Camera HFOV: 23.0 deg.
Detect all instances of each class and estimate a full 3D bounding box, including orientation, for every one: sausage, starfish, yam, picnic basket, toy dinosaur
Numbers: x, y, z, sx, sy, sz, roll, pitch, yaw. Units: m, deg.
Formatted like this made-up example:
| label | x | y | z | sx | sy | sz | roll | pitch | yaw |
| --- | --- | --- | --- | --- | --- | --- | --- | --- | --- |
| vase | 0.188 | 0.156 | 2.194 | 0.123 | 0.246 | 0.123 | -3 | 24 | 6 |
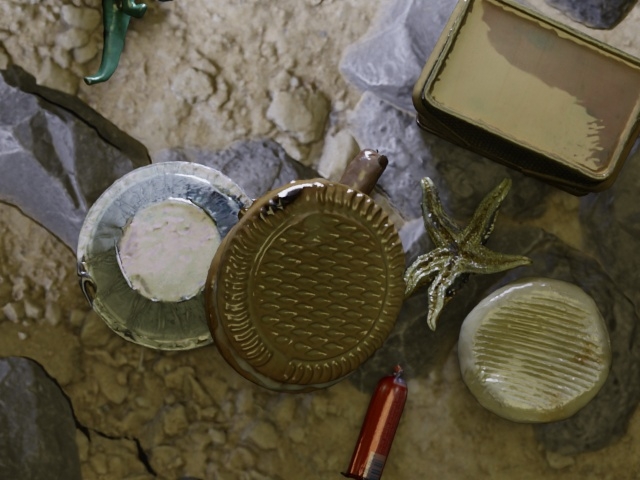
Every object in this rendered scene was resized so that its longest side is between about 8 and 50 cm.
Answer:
| label | x | y | z | sx | sy | sz | roll | pitch | yaw |
| --- | --- | --- | --- | --- | --- | --- | --- | --- | --- |
| sausage | 0.069 | 0.218 | 1.870 | 0.050 | 0.048 | 0.145 | 12 | 81 | 40 |
| starfish | 0.174 | 0.015 | 1.871 | 0.176 | 0.053 | 0.208 | 16 | 81 | 39 |
| yam | 0.000 | 0.000 | 1.894 | 0.046 | 0.046 | 0.264 | 32 | 84 | 3 |
| picnic basket | 0.254 | -0.173 | 1.871 | 0.267 | 0.139 | 0.165 | 24 | 83 | 3 |
| toy dinosaur | -0.215 | -0.323 | 1.920 | 0.120 | 0.079 | 0.292 | 2 | 80 | 5 |

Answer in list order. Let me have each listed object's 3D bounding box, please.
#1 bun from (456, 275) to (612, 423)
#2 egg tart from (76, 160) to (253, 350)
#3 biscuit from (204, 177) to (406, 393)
| label | x | y | z | sx | sy | sz | roll | pitch | yaw |
| --- | --- | --- | --- | --- | --- | --- | --- | --- | --- |
| bun | 0.252 | 0.135 | 1.851 | 0.183 | 0.102 | 0.183 | -1 | 76 | 4 |
| egg tart | -0.175 | 0.016 | 1.869 | 0.234 | 0.094 | 0.234 | 0 | 82 | -3 |
| biscuit | -0.016 | 0.055 | 1.826 | 0.259 | 0.079 | 0.259 | -4 | 100 | -22 |
